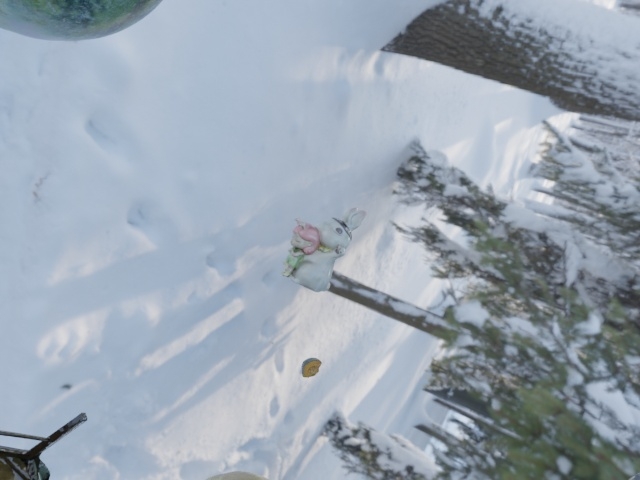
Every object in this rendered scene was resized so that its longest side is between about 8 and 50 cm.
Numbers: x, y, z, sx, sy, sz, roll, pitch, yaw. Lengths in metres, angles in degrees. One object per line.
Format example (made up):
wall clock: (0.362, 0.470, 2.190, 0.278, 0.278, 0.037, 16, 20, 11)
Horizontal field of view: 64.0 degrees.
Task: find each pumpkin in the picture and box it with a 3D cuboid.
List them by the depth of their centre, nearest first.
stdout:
pumpkin: (-0.028, 0.321, 1.313, 0.050, 0.028, 0.083, -8, 135, -22)

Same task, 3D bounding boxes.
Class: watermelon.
watermelon: (-0.281, -0.319, 0.591, 0.260, 0.176, 0.256, -50, 178, 10)

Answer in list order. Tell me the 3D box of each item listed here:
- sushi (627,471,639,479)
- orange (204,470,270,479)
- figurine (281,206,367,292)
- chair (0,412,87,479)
sushi: (0.465, 0.333, 0.466, 0.234, 0.349, 0.207, 36, 51, -29)
orange: (-0.149, 0.497, 0.781, 0.279, 0.235, 0.279, -35, 176, -2)
figurine: (0.003, 0.003, 0.785, 0.098, 0.081, 0.146, 20, 99, -46)
chair: (-0.516, 0.390, 0.783, 0.319, 0.160, 0.186, -37, 140, 18)
